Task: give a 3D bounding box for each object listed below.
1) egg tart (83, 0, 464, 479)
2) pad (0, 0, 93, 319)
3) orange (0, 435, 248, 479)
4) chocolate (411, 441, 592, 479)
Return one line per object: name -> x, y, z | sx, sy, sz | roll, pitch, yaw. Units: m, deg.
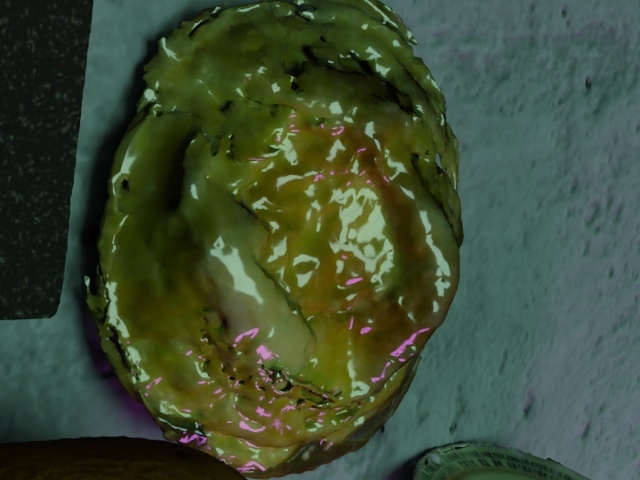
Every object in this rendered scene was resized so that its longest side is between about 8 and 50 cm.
egg tart -> 0.000, 0.000, 0.882 | 0.297, 0.132, 0.297 | -8, 102, -43
pad -> -0.233, -0.066, 0.678 | 0.330, 0.004, 0.220 | 1, 99, -49
orange -> -0.113, 0.220, 0.720 | 0.264, 0.264, 0.264 | -16, 111, -46
chocolate -> 0.140, 0.255, 1.071 | 0.221, 0.221, 0.147 | -5, 118, -49
